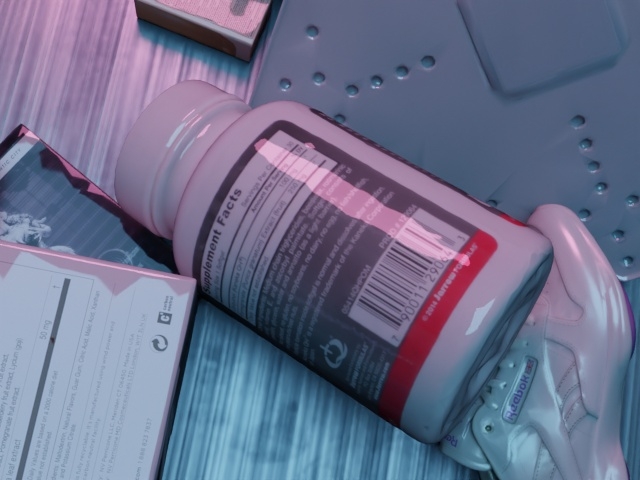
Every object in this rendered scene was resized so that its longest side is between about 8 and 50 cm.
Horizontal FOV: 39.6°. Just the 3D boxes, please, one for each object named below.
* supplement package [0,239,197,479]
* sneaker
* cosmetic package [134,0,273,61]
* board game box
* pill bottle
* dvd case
[{"bbox_3d":[-0.249,0.093,0.640,0.293,0.177,0.175,12,79,-5],"label":"supplement package"},{"bbox_3d":[0.176,0.120,0.737,0.152,0.114,0.305,0,85,-6],"label":"sneaker"},{"bbox_3d":[-0.107,-0.216,0.816,0.115,0.041,0.060,23,76,-3],"label":"cosmetic package"},{"bbox_3d":[0.176,-0.184,0.710,0.390,0.390,0.050,20,35,-5],"label":"board game box"},{"bbox_3d":[0.000,0.000,0.688,0.319,0.176,0.176,32,74,20],"label":"pill bottle"},{"bbox_3d":[-0.228,0.030,0.756,0.221,0.018,0.164,40,76,1],"label":"dvd case"}]
